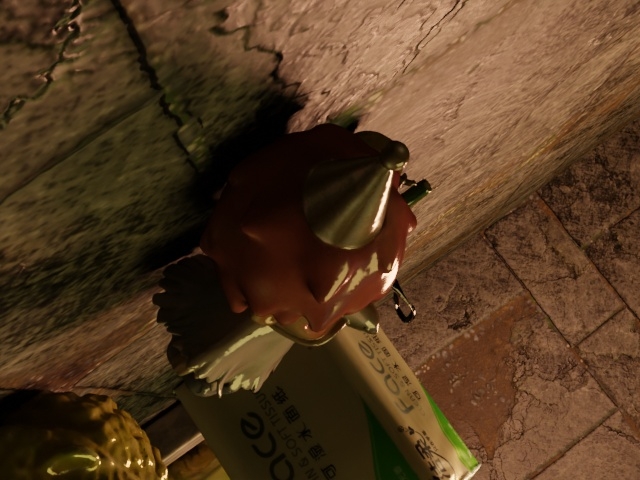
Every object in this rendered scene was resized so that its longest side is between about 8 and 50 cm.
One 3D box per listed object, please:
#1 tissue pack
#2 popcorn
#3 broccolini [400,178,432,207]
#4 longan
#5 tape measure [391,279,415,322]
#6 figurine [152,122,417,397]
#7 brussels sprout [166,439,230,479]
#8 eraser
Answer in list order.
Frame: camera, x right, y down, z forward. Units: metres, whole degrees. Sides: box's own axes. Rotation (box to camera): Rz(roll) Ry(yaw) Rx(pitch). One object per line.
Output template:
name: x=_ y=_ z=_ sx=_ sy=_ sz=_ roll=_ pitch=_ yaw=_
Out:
tissue pack: x=0.004 y=0.311 z=1.420 sx=0.332 sy=0.404 sz=0.205 roll=-41 pitch=166 yaw=22
popcorn: x=-0.283 y=0.267 z=0.829 sx=0.252 sy=0.205 sz=0.237 roll=-27 pitch=-173 yaw=13
broccolini: x=0.007 y=-0.004 z=0.938 sx=0.272 sy=0.062 sz=0.123 roll=-30 pitch=-175 yaw=-6
longan: x=0.045 y=-0.059 z=0.755 sx=0.075 sy=0.083 sz=0.075 roll=-162 pitch=-90 yaw=-83
tape measure: x=0.040 y=0.060 z=1.066 sx=0.107 sy=0.179 sz=0.104 roll=-38 pitch=-173 yaw=2
figurine: x=-0.015 y=0.016 z=0.657 sx=0.207 sy=0.166 sz=0.387 roll=-51 pitch=-176 yaw=-38
brussels sprout: x=-0.214 y=0.487 z=1.833 sx=0.268 sy=0.344 sz=0.344 roll=-63 pitch=168 yaw=3
eraser: x=-0.312 y=0.398 z=1.664 sx=0.397 sy=0.082 sz=0.213 roll=-34 pitch=170 yaw=-15
